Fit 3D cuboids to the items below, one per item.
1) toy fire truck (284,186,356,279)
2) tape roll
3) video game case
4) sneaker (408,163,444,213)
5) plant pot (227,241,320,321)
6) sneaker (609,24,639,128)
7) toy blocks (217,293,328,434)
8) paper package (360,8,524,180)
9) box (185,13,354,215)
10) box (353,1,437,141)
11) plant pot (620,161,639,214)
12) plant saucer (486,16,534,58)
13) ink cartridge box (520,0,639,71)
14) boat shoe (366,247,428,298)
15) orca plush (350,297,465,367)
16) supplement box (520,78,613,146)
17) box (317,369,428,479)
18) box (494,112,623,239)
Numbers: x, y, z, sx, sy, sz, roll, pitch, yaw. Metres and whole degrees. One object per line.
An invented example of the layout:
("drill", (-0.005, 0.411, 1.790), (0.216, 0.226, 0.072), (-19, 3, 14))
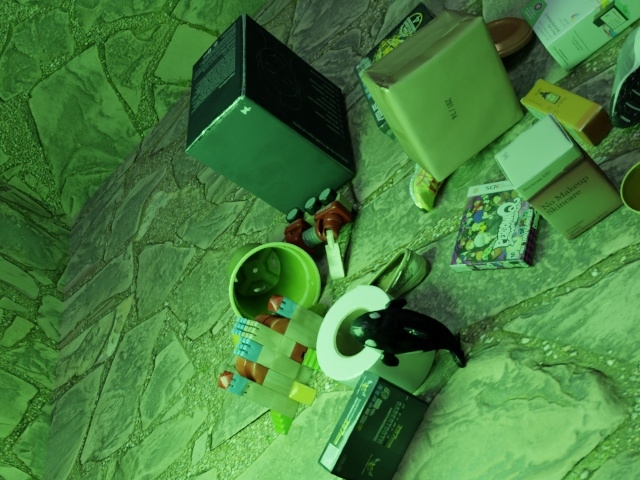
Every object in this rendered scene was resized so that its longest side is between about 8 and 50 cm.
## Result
("toy fire truck", (0.000, 0.000, 2.092), (0.217, 0.158, 0.246), (-29, 33, 34))
("tape roll", (0.134, 0.253, 1.682), (0.246, 0.169, 0.246), (-31, 41, 32))
("video game case", (0.429, -0.039, 1.668), (0.210, 0.042, 0.232), (-7, 58, 49))
("sneaker", (0.305, -0.170, 1.892), (0.094, 0.081, 0.208), (-17, 50, 40))
("plant pot", (-0.172, 0.117, 2.113), (0.276, 0.276, 0.254), (-58, 23, -2))
("sneaker", (0.714, -0.373, 1.563), (0.271, 0.100, 0.108), (-67, 12, -10))
("toy blocks", (-0.137, 0.302, 1.891), (0.191, 0.261, 0.381), (5, 66, 52))
("paper package", (0.317, -0.374, 1.773), (0.310, 0.324, 0.168), (-37, 35, -1))
("box", (-0.165, -0.405, 2.298), (0.297, 0.480, 0.471), (-38, 38, 28))
("box", (0.282, -0.544, 2.205), (0.318, 0.097, 0.394), (-42, 37, 25))
("plant pot", (0.679, -0.090, 1.359), (0.134, 0.095, 0.134), (-31, 42, 33))
("plant saucer", (0.500, -0.575, 1.955), (0.200, 0.037, 0.200), (-20, 35, 15))
("ink cartridge box", (0.679, -0.596, 1.744), (0.278, 0.117, 0.201), (-38, 39, 25))
("boat shoe", (0.155, 0.129, 1.824), (0.285, 0.089, 0.104), (-47, 36, 14))
("orca plush", (0.211, 0.221, 1.507), (0.151, 0.287, 0.102), (-64, 22, -8))
("supplement box", (0.590, -0.310, 1.661), (0.078, 0.080, 0.233), (-50, 37, 9))
("box", (0.121, 0.429, 1.543), (0.059, 0.183, 0.232), (19, 77, 54))
("box", (0.511, -0.132, 1.475), (0.149, 0.232, 0.126), (-40, 37, 23))
